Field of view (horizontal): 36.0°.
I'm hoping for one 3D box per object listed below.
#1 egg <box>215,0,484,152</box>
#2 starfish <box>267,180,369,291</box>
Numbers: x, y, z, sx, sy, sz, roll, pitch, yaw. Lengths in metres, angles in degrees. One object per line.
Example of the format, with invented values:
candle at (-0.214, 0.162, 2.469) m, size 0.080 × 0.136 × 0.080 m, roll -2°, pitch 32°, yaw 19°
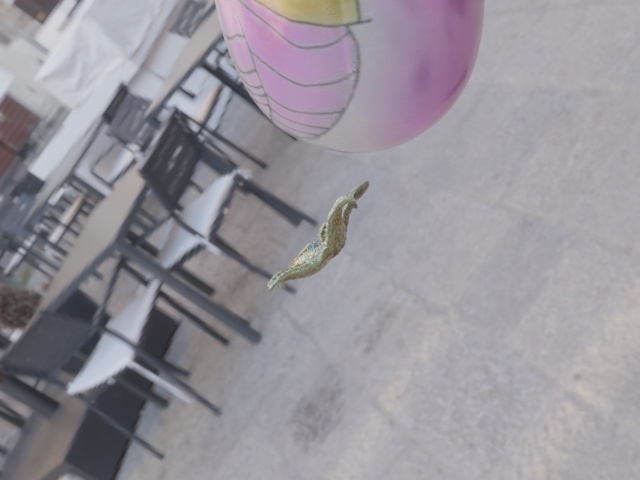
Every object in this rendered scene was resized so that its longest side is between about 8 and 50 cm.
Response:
egg at (0.018, -0.185, 0.685) m, size 0.196 × 0.271 × 0.196 m, roll -6°, pitch 55°, yaw 9°
starfish at (0.001, 0.002, 1.218) m, size 0.223 × 0.050 × 0.217 m, roll -42°, pitch 1°, yaw -42°
